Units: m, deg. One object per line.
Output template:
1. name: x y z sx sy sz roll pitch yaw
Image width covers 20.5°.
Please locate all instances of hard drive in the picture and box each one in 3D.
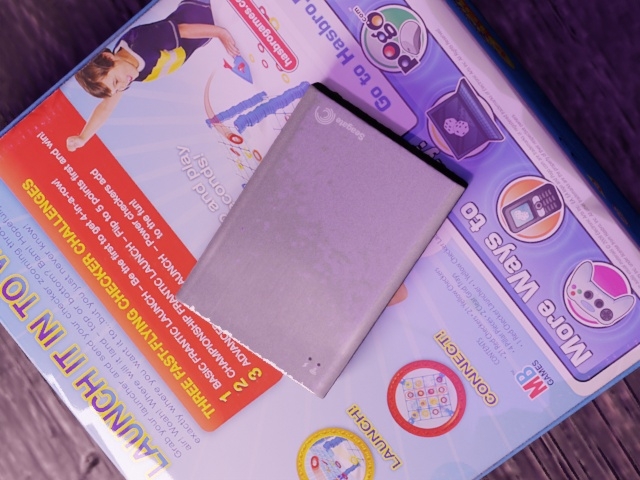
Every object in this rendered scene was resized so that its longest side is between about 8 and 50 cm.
1. hard drive: 0.000 0.000 0.906 0.094 0.022 0.135 34 105 4

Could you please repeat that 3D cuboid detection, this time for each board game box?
1. board game box: -0.008 0.005 0.966 0.302 0.086 0.308 -38 91 16
